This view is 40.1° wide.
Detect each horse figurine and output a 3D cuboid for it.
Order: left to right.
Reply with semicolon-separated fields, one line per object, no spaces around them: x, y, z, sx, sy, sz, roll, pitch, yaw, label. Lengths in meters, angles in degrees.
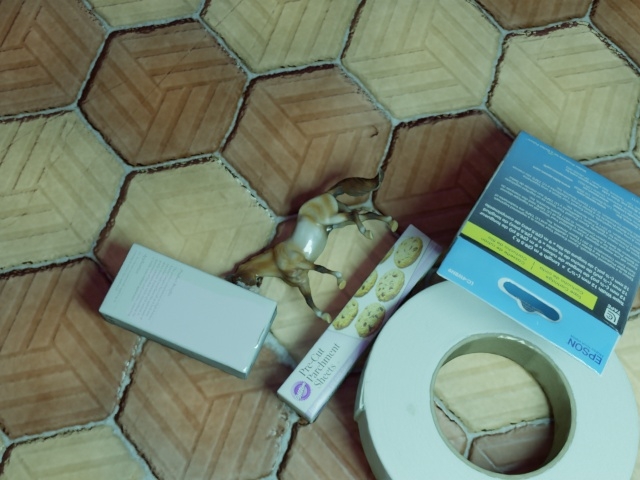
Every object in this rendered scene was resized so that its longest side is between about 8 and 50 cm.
0.000;0.000;1.309;0.174;0.066;0.263;28;78;37;horse figurine

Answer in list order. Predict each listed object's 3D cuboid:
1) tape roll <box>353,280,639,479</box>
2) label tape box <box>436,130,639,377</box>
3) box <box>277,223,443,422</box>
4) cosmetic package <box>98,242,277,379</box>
0.243;0.236;1.220;0.392;0.072;0.391;3;63;-6;tape roll
0.316;0.027;1.239;0.249;0.115;0.347;32;50;7;label tape box
0.061;0.120;1.289;0.067;0.063;0.324;38;75;11;box
-0.190;0.104;1.276;0.231;0.085;0.117;24;73;3;cosmetic package
